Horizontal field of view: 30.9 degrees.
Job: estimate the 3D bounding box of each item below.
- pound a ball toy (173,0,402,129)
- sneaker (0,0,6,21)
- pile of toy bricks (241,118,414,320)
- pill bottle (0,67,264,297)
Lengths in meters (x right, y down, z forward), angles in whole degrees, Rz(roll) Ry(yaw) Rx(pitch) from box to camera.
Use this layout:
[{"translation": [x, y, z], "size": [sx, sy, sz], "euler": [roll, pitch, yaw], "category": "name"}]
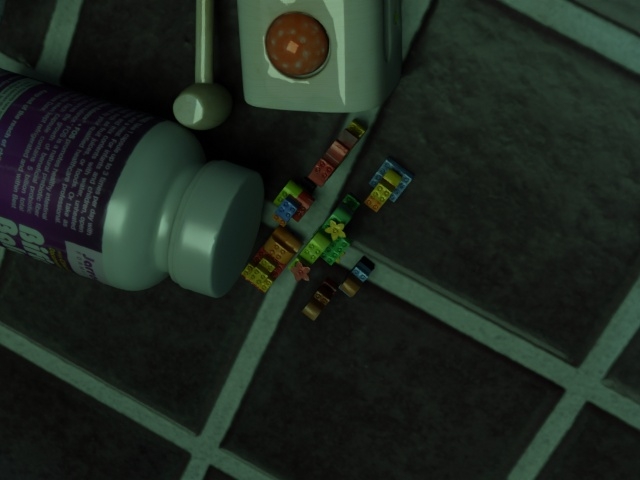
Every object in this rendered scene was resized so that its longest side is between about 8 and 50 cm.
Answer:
[{"translation": [-0.045, -0.232, 0.986], "size": [0.208, 0.136, 0.319], "euler": [6, 114, 17], "category": "pound a ball toy"}, {"translation": [-0.381, -0.331, 1.084], "size": [0.319, 0.127, 0.208], "euler": [23, 94, 30], "category": "sneaker"}, {"translation": [0.000, 0.000, 1.092], "size": [0.118, 0.105, 0.212], "euler": [38, 120, 0], "category": "pile of toy bricks"}, {"translation": [-0.214, -0.049, 1.105], "size": [0.301, 0.169, 0.169], "euler": [18, 118, 13], "category": "pill bottle"}]
